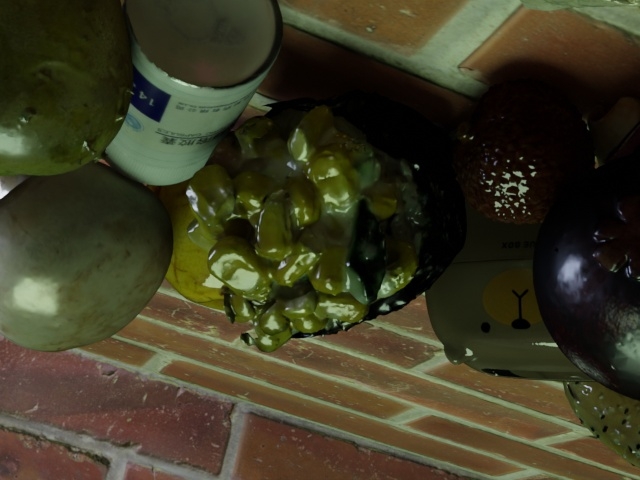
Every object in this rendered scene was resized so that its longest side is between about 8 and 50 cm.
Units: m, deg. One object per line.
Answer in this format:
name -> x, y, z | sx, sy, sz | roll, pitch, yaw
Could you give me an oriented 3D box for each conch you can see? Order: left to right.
conch -> 0.431, -0.077, 1.528 | 0.255, 0.127, 0.158 | 30, 153, -34

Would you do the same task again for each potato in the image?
potato -> -0.350, -0.243, 1.280 | 0.270, 0.359, 0.219 | -9, 180, 3

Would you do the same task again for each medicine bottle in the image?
medicine bottle -> -0.182, -0.208, 1.488 | 0.190, 0.189, 0.332 | 19, 157, -13

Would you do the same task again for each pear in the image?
pear -> -0.144, -0.026, 1.810 | 0.281, 0.280, 0.280 | 12, 158, 5

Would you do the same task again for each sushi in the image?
sushi -> 0.010, -0.028, 1.521 | 0.329, 0.327, 0.285 | -6, -174, 16

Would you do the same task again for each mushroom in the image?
mushroom -> -0.372, -0.001, 1.645 | 0.290, 0.297, 0.297 | 42, 172, 28

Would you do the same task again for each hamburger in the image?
hamburger -> 0.555, 0.226, 1.947 | 0.277, 0.317, 0.195 | 7, 167, 32

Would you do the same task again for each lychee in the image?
lychee -> 0.256, -0.109, 1.479 | 0.195, 0.194, 0.194 | 12, 158, 5

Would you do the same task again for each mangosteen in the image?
mangosteen -> 0.415, 0.049, 1.386 | 0.307, 0.306, 0.347 | 2, 164, 27

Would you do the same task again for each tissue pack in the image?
tissue pack -> 0.359, 0.082, 1.763 | 0.387, 0.276, 0.267 | -1, 157, 34

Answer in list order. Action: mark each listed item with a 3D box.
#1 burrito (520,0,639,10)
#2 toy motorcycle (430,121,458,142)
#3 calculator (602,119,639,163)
burrito -> 0.366, -0.282, 1.139 | 0.392, 0.076, 0.117 | 0, 153, 31
toy motorcycle -> 0.195, -0.102, 1.679 | 0.151, 0.074, 0.229 | 21, 155, -25
calculator -> 0.453, -0.128, 1.422 | 0.127, 0.034, 0.190 | 31, 126, -13
